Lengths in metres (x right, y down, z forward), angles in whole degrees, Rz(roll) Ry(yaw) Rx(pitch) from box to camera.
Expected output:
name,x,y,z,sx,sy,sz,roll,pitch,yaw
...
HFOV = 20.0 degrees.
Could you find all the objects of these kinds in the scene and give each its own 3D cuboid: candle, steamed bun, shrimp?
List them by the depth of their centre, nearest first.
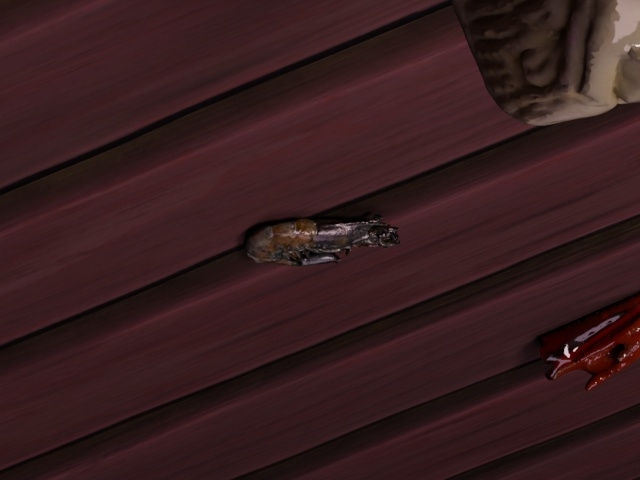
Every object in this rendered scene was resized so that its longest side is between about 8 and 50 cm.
name,x,y,z,sx,sy,sz,roll,pitch,yaw
steamed bun,0.220,-0.284,1.291,0.237,0.346,0.394,-22,126,-23
shrimp,0.000,0.000,1.877,0.161,0.034,0.091,-3,157,-14
candle,0.402,0.088,2.200,0.302,0.084,0.059,-31,179,6
